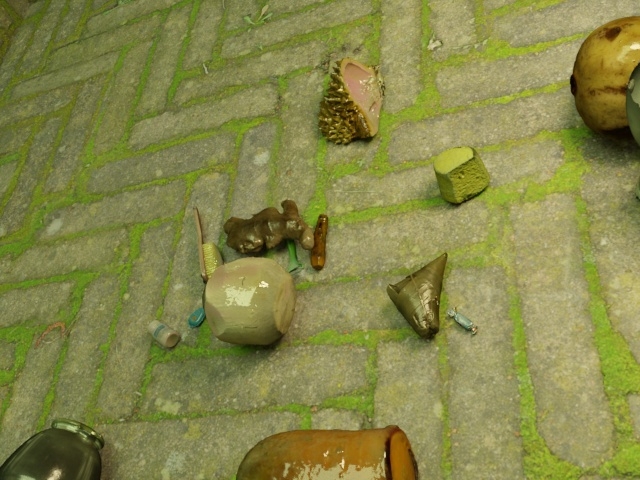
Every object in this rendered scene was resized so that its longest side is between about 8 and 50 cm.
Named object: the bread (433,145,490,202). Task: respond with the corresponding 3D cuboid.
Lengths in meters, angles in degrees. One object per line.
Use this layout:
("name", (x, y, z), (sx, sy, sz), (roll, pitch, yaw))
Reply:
("bread", (0.348, -0.170, 1.634), (0.129, 0.114, 0.111), (-35, 42, -2))

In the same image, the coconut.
("coconut", (-0.186, 0.150, 1.628), (0.231, 0.227, 0.227), (5, 60, 19))

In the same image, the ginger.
("ginger", (-0.155, -0.037, 1.817), (0.333, 0.080, 0.166), (-10, 59, 34))

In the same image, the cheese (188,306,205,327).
("cheese", (-0.328, 0.196, 1.803), (0.047, 0.017, 0.111), (32, 77, 36))

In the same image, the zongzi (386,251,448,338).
("zongzi", (0.263, 0.128, 1.502), (0.176, 0.078, 0.160), (-31, 55, -5))

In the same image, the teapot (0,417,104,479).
("teapot", (-0.657, 0.587, 1.621), (0.240, 0.321, 0.239), (26, 48, -3))

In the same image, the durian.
("durian", (0.068, -0.403, 1.959), (0.196, 0.186, 0.304), (-26, 54, 41))

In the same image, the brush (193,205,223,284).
("brush", (-0.332, 0.010, 1.913), (0.067, 0.072, 0.312), (-12, 47, -8))

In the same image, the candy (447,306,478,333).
("candy", (0.322, 0.179, 1.464), (0.030, 0.020, 0.083), (-48, 50, -7))

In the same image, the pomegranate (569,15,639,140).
("pomegranate", (0.706, -0.368, 1.483), (0.281, 0.281, 0.281), (-14, 53, 19))

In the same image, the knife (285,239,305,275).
("knife", (-0.083, 0.035, 1.778), (0.078, 0.022, 0.166), (-23, 44, 13))

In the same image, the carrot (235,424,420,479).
("carrot", (0.011, 0.483, 1.289), (0.341, 0.224, 0.224), (-15, 53, 20))

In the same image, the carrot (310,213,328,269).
("carrot", (0.000, 0.000, 1.749), (0.042, 0.042, 0.170), (-8, 53, 23))

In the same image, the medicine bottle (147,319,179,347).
("medicine bottle", (-0.435, 0.257, 1.794), (0.089, 0.052, 0.052), (25, 72, 38))

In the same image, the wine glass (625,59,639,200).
("wine glass", (0.719, -0.216, 1.307), (0.191, 0.357, 0.190), (-13, 52, 17))
